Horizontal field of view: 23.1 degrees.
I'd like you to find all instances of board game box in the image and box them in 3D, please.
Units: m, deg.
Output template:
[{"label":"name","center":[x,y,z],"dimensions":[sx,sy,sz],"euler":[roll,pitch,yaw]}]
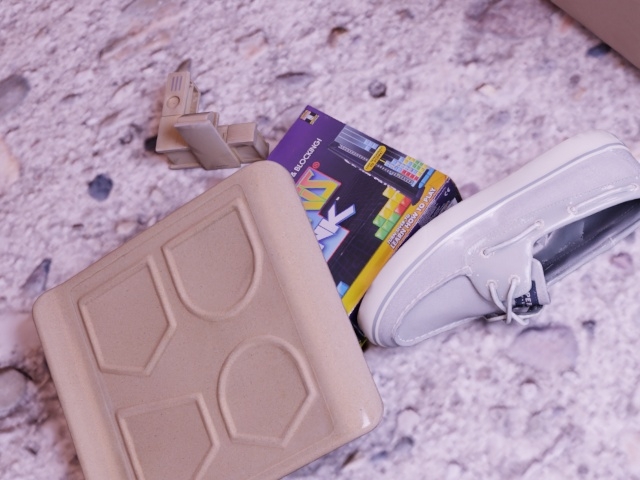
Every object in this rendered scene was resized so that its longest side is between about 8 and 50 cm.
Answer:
[{"label":"board game box","center":[0.000,0.000,1.156],"dimensions":[0.141,0.048,0.170],"euler":[29,76,30]}]

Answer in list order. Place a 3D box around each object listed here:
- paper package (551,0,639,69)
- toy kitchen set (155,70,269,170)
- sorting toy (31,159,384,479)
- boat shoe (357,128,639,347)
[{"label":"paper package","center":[0.235,-0.257,1.046],"dimensions":[0.168,0.309,0.325],"euler":[-40,57,-8]},{"label":"toy kitchen set","center":[-0.088,-0.105,1.233],"dimensions":[0.083,0.068,0.075],"euler":[-4,62,19]},{"label":"sorting toy","center":[-0.066,0.125,1.098],"dimensions":[0.229,0.041,0.307],"euler":[-29,69,20]},{"label":"boat shoe","center":[0.133,0.012,1.079],"dimensions":[0.227,0.079,0.081],"euler":[-35,52,-3]}]
